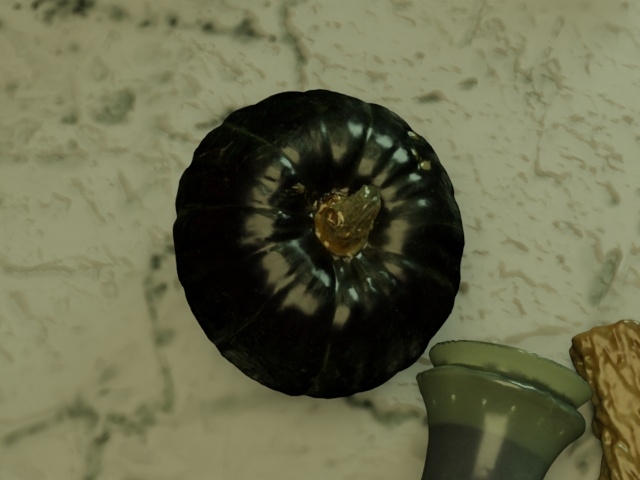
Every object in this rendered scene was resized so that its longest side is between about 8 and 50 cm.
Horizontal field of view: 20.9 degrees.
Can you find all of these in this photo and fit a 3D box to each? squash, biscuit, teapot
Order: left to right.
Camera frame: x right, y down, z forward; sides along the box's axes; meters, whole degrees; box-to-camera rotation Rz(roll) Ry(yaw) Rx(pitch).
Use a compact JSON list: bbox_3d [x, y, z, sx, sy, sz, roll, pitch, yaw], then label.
[{"bbox_3d":[-0.002,0.002,1.089,0.193,0.156,0.193,-1,101,-4],"label":"squash"},{"bbox_3d":[0.081,0.192,1.039,0.183,0.183,0.251,15,70,9],"label":"teapot"},{"bbox_3d":[0.243,0.151,1.092,0.144,0.033,0.224,-16,78,0],"label":"biscuit"}]
